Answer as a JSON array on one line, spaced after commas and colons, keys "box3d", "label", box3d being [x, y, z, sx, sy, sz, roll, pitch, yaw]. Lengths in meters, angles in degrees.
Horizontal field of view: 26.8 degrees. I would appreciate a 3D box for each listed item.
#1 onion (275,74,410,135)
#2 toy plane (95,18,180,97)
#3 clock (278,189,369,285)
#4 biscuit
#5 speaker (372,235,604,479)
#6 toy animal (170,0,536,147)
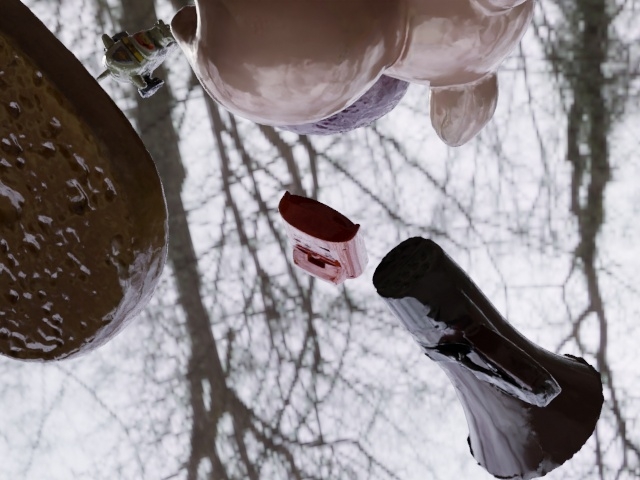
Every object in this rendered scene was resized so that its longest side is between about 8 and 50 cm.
[{"box3d": [-0.036, -0.214, 1.808, 0.349, 0.159, 0.267, -20, -152, -33], "label": "onion"}, {"box3d": [-0.216, -0.263, 1.827, 0.108, 0.092, 0.286, -38, 179, 21], "label": "toy plane"}, {"box3d": [0.000, 0.000, 1.793, 0.113, 0.155, 0.061, 25, -107, 15], "label": "clock"}, {"box3d": [-0.292, -0.053, 1.124, 0.367, 0.314, 0.063, 46, -145, 5], "label": "biscuit"}, {"box3d": [0.200, 0.165, 1.630, 0.198, 0.329, 0.259, -31, -139, 17], "label": "speaker"}, {"box3d": [0.040, -0.210, 1.165, 0.269, 0.237, 0.326, 33, -125, 12], "label": "toy animal"}]
